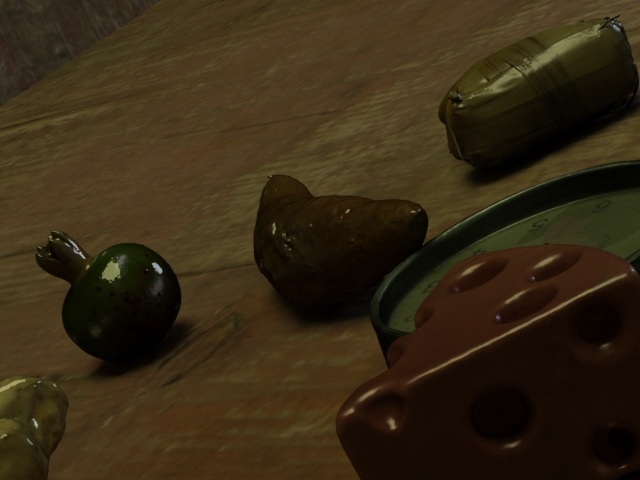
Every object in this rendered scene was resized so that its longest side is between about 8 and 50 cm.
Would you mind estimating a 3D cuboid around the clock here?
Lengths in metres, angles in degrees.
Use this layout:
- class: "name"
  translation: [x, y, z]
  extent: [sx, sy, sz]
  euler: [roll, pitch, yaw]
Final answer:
- class: "clock"
  translation: [0.167, 0.025, 1.489]
  extent: [0.281, 0.055, 0.280]
  euler: [-23, 16, 7]

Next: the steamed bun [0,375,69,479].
- class: "steamed bun"
  translation: [-0.307, 0.211, 1.486]
  extent: [0.292, 0.137, 0.295]
  euler: [-20, 12, 22]

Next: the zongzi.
- class: "zongzi"
  translation: [0.199, -0.146, 1.906]
  extent: [0.194, 0.099, 0.197]
  euler: [-25, 9, 1]

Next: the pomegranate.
- class: "pomegranate"
  translation: [-0.196, 0.044, 1.817]
  extent: [0.114, 0.142, 0.114]
  euler: [-48, 11, 12]

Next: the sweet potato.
- class: "sweet potato"
  translation: [-0.003, 0.003, 1.723]
  extent: [0.114, 0.092, 0.341]
  euler: [-57, 18, -7]

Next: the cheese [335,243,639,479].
- class: "cheese"
  translation: [0.120, 0.089, 1.257]
  extent: [0.203, 0.128, 0.177]
  euler: [-28, 14, 7]
